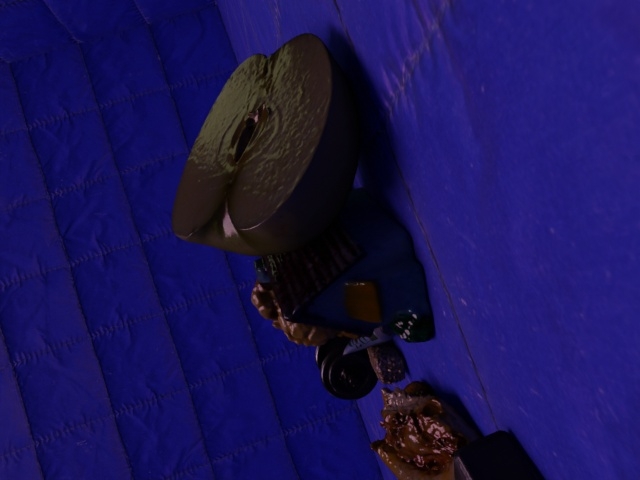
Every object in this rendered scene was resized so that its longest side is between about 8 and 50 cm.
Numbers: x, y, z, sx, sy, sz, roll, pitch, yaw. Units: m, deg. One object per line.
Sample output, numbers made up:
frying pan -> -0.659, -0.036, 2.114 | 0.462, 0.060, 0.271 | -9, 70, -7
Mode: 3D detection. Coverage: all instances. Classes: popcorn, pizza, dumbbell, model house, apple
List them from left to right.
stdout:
apple -> -0.093, -0.159, 0.761 | 0.311, 0.320, 0.360 | 96, -171, -72
popcorn -> -0.044, 0.191, 1.385 | 0.225, 0.332, 0.265 | 118, 155, -47
model house -> 0.020, 0.074, 0.810 | 0.280, 0.249, 0.230 | -120, 12, -62
dumbbell -> 0.084, 0.409, 1.524 | 0.290, 0.192, 0.192 | -135, 27, -78
pizza -> 0.169, 0.350, 0.793 | 0.182, 0.074, 0.365 | 70, 158, 7

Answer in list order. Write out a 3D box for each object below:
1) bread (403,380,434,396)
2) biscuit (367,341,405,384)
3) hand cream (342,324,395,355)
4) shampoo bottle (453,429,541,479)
bread -> 0.211, 0.374, 0.905 | 0.193, 0.064, 0.193 | 165, 90, -81
biscuit -> 0.153, 0.286, 1.111 | 0.168, 0.070, 0.082 | -149, 50, -83
hand cream -> 0.114, 0.226, 1.087 | 0.058, 0.091, 0.271 | 40, 156, 3
shampoo bottle -> 0.236, 0.338, 0.489 | 0.246, 0.079, 0.080 | -117, 8, -51
